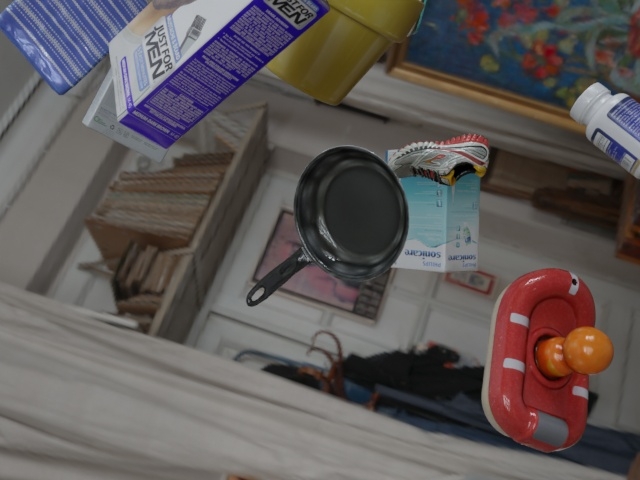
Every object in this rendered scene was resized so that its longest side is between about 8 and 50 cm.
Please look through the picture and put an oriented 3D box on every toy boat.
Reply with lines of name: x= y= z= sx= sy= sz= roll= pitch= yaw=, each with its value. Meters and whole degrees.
toy boat: x=0.302 y=0.143 z=1.022 sx=0.151 sy=0.151 sz=0.231 roll=-29 pitch=44 yaw=56

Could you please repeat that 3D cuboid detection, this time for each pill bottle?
pill bottle: x=0.582 y=-0.217 z=1.570 sx=0.112 sy=0.187 sz=0.112 roll=-36 pitch=-23 yaw=-18

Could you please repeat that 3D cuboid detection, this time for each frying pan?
frying pan: x=0.023 y=0.014 z=1.200 sx=0.053 sy=0.197 sz=0.326 roll=-15 pitch=-44 yaw=-53

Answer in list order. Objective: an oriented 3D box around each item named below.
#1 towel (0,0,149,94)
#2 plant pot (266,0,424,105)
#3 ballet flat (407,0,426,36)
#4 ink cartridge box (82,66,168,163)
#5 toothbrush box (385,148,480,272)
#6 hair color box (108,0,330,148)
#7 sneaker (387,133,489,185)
towel: x=-0.583 y=-0.528 z=1.900 sx=0.336 sy=0.243 sz=0.040 roll=-36 pitch=8 yaw=22
plant pot: x=0.023 y=-0.388 z=1.478 sx=0.239 sy=0.254 sz=0.254 roll=-60 pitch=-3 yaw=16
ballet flat: x=0.217 y=-0.709 z=1.998 sx=0.139 sy=0.139 sz=0.400 roll=-10 pitch=-66 yaw=-82
ink cartridge box: x=-0.423 y=-0.328 z=1.948 sx=0.223 sy=0.045 sz=0.224 roll=28 pitch=-86 yaw=-43
toothbrush box: x=0.269 y=-0.075 z=1.979 sx=0.126 sy=0.216 sz=0.296 roll=0 pitch=-89 yaw=-38
hair color box: x=-0.160 y=-0.311 z=1.190 sx=0.110 sy=0.339 sz=0.185 roll=31 pitch=-147 yaw=-45
sneaker: x=0.249 y=-0.162 z=1.740 sx=0.088 sy=0.225 sz=0.093 roll=46 pitch=-142 yaw=-62
